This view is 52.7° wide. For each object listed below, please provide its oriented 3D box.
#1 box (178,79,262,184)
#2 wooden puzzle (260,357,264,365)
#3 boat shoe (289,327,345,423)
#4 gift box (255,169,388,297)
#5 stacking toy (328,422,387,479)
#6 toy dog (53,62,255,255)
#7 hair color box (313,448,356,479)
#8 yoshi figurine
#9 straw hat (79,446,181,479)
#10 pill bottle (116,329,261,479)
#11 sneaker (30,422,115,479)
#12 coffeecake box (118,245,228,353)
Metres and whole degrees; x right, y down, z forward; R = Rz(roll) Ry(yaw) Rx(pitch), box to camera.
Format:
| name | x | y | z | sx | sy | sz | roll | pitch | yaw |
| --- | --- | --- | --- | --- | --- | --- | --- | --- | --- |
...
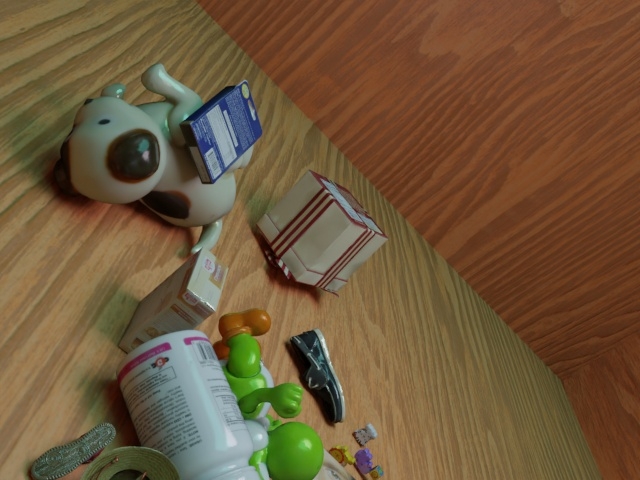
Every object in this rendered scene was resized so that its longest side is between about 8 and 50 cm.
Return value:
| name | x | y | z | sx | sy | sz | roll | pitch | yaw |
| --- | --- | --- | --- | --- | --- | --- | --- | --- | --- |
| box | -0.202 | -0.232 | 1.357 | 0.225 | 0.036 | 0.136 | -54 | 137 | -46 |
| wooden puzzle | -0.156 | 0.252 | 1.401 | 0.116 | 0.014 | 0.078 | 52 | 21 | -1 |
| boat shoe | -0.006 | 0.326 | 1.531 | 0.079 | 0.084 | 0.233 | -12 | 66 | -24 |
| gift box | 0.000 | 0.000 | 1.786 | 0.255 | 0.258 | 0.276 | 23 | 27 | -52 |
| stacking toy | 0.118 | 0.535 | 1.456 | 0.221 | 0.052 | 0.167 | 57 | 23 | 10 |
| toy dog | -0.368 | -0.168 | 1.375 | 0.408 | 0.284 | 0.395 | 5 | 86 | -64 |
| hair color box | -0.002 | 0.541 | 1.114 | 0.185 | 0.110 | 0.339 | 47 | 20 | -10 |
| yoshi figurine | -0.096 | 0.311 | 1.188 | 0.203 | 0.203 | 0.362 | 40 | 26 | -44 |
| straw hat | -0.273 | 0.352 | 0.918 | 0.144 | 0.144 | 0.061 | 46 | -19 | -14 |
| pill bottle | -0.203 | 0.300 | 1.020 | 0.160 | 0.160 | 0.283 | 15 | 41 | -57 |
| sneaker | -0.347 | 0.301 | 0.903 | 0.118 | 0.067 | 0.042 | -25 | 78 | -38 |
| coffeecake box | -0.261 | 0.118 | 1.163 | 0.068 | 0.185 | 0.142 | 43 | 22 | -19 |
